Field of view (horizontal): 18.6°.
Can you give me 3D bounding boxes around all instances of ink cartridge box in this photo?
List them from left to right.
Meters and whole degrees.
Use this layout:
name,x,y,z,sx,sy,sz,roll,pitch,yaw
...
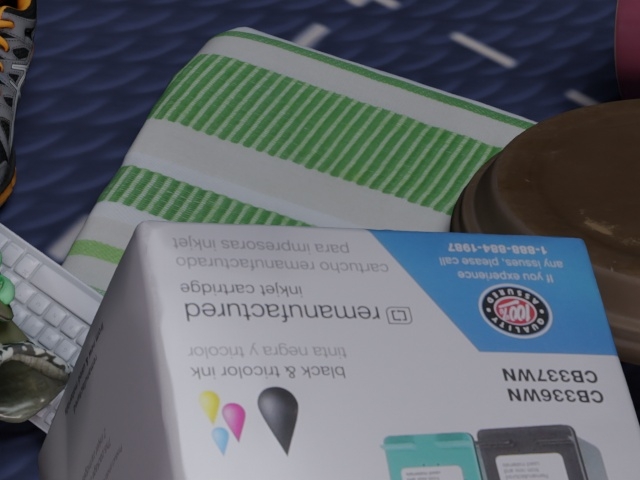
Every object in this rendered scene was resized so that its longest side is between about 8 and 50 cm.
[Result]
name,x,y,z,sx,sy,sz,roll,pitch,yaw
ink cartridge box,0.014,0.159,0.773,0.198,0.197,0.270,2,55,-21

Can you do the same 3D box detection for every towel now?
name,x,y,z,sx,sy,sz,roll,pitch,yaw
towel,0.000,0.000,1.116,0.248,0.038,0.325,19,41,2

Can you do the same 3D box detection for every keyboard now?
name,x,y,z,sx,sy,sz,roll,pitch,yaw
keyboard,-0.172,0.028,0.996,0.256,0.014,0.072,34,80,19

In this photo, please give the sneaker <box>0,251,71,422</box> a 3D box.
name,x,y,z,sx,sy,sz,roll,pitch,yaw
sneaker,-0.211,0.029,0.939,0.182,0.158,0.410,26,40,-33

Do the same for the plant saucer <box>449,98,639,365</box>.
name,x,y,z,sx,sy,sz,roll,pitch,yaw
plant saucer,0.211,-0.014,1.082,0.278,0.041,0.278,0,28,0

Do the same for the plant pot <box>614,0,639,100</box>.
name,x,y,z,sx,sy,sz,roll,pitch,yaw
plant pot,0.295,-0.136,1.262,0.180,0.201,0.201,7,33,28

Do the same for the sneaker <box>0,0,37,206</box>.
name,x,y,z,sx,sy,sz,roll,pitch,yaw
sneaker,-0.204,-0.096,1.108,0.084,0.083,0.215,12,41,-11
